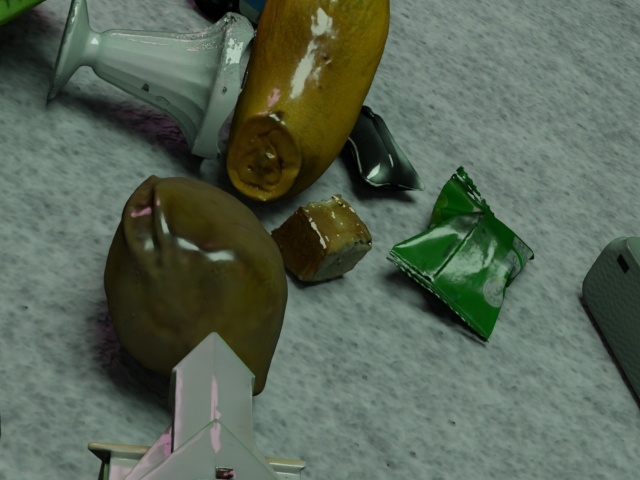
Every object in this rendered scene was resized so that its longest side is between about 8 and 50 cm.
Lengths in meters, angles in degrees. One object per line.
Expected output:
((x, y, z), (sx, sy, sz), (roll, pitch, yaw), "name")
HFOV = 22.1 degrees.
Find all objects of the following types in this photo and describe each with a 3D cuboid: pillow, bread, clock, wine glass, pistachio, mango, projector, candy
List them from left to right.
((-0.182, -0.183, 1.745), (0.196, 0.165, 0.165), (13, 37, -11), "wine glass")
((-0.098, 0.234, 1.212), (0.166, 0.235, 0.309), (7, 28, -6), "clock")
((-0.109, 0.037, 1.520), (0.260, 0.163, 0.212), (-79, 147, -73), "pistachio")
((-0.016, -0.182, 1.812), (0.144, 0.187, 0.359), (15, 61, 10), "mango")
((0.000, 0.002, 1.705), (0.083, 0.076, 0.070), (-13, 64, -45), "bread")
((0.061, -0.105, 1.902), (0.091, 0.055, 0.135), (38, 20, -54), "pillow")
((0.164, 0.010, 1.810), (0.141, 0.078, 0.203), (32, 40, 4), "candy")
((0.435, 0.117, 1.844), (0.198, 0.108, 0.250), (6, 39, -30), "projector")

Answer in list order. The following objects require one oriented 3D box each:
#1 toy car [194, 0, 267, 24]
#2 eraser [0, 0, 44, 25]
((-0.025, -0.337, 2.014), (0.255, 0.190, 0.188), (42, 35, 13), "toy car")
((-0.357, -0.291, 1.722), (0.210, 0.092, 0.274), (2, 25, 26), "eraser")
